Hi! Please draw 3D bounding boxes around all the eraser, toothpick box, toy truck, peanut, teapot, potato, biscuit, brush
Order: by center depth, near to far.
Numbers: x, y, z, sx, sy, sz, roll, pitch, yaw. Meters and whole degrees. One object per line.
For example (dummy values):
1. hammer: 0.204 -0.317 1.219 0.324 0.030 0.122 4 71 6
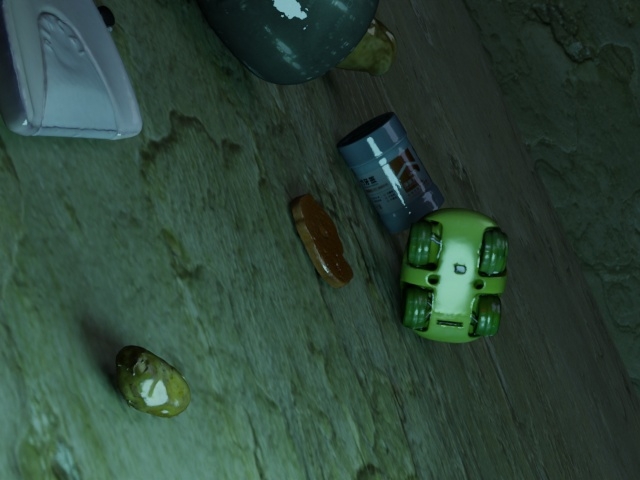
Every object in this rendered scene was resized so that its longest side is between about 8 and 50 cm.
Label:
1. potato: -0.137 0.117 0.999 0.045 0.046 0.092 24 -14 32
2. eraser: -0.257 -0.201 1.094 0.243 0.059 0.204 68 20 6
3. brush: -0.230 -0.231 1.285 0.024 0.008 0.083 64 18 -6
4. teapot: -0.059 -0.375 1.520 0.285 0.305 0.223 31 16 -44
5. biscuit: 0.000 0.000 1.554 0.102 0.019 0.130 11 54 -66
6. toy truck: 0.183 0.050 1.763 0.210 0.148 0.187 128 -33 -87
7. toothpick box: 0.105 -0.101 1.841 0.153 0.101 0.101 57 19 -13
8. peanut: 0.020 -0.358 1.916 0.253 0.137 0.122 59 6 -15
